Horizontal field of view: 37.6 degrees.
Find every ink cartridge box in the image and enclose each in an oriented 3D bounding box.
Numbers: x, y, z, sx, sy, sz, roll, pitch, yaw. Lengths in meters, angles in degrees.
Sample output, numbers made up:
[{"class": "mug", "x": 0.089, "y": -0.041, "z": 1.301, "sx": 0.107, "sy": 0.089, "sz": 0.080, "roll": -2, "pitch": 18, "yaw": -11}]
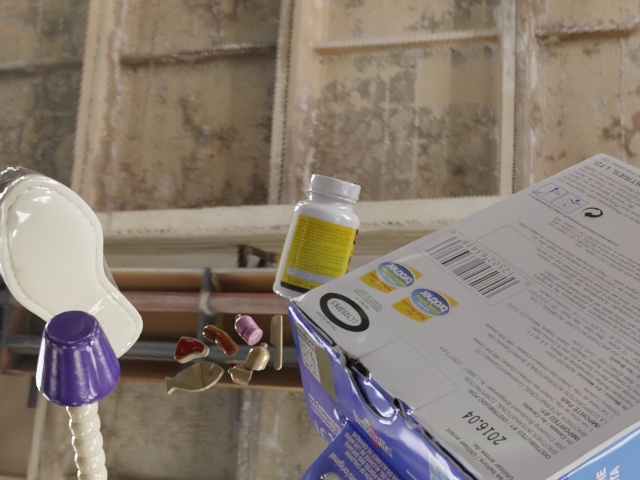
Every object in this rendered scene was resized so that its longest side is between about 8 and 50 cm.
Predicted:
[{"class": "ink cartridge box", "x": 0.159, "y": 0.104, "z": 0.716, "sx": 0.395, "sy": 0.151, "sz": 0.270, "roll": -23, "pitch": -145, "yaw": -21}]

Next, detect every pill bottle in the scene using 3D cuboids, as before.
[{"class": "pill bottle", "x": 0.000, "y": 0.000, "z": 0.872, "sx": 0.065, "sy": 0.065, "sz": 0.116, "roll": 15, "pitch": -88, "yaw": 25}]

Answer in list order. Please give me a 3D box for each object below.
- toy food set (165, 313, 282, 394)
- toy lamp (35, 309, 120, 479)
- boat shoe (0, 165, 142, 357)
[{"class": "toy food set", "x": -0.092, "y": 0.110, "z": 0.926, "sx": 0.122, "sy": 0.019, "sz": 0.078, "roll": -10, "pitch": -119, "yaw": 16}, {"class": "toy lamp", "x": -0.227, "y": 0.184, "z": 0.917, "sx": 0.080, "sy": 0.275, "sz": 0.080, "roll": 1, "pitch": -141, "yaw": -1}, {"class": "boat shoe", "x": -0.295, "y": 0.024, "z": 1.050, "sx": 0.116, "sy": 0.324, "sz": 0.097, "roll": -38, "pitch": -122, "yaw": -15}]
